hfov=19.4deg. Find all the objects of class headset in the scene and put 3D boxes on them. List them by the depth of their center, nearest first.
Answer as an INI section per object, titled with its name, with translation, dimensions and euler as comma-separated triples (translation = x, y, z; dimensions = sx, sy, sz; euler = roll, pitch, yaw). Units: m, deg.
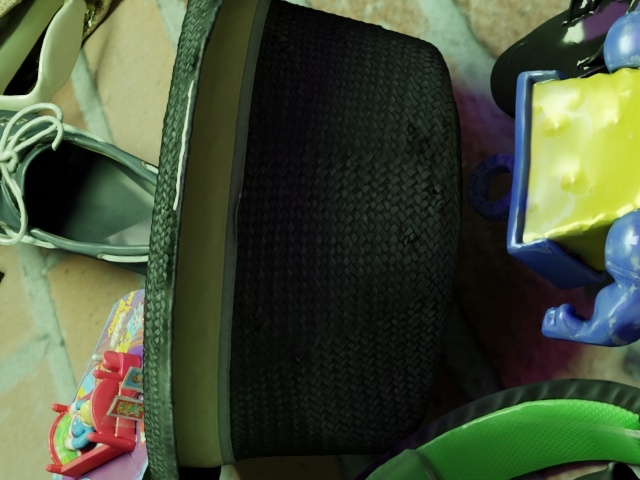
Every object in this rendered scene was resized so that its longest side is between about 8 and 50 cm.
[headset]
translation = 0.104, 0.172, 0.822
dimensions = 0.243, 0.185, 0.394
euler = -38, 30, -8

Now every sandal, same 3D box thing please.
[sandal]
translation = 0.169, -0.131, 1.078
dimensions = 0.179, 0.040, 0.067
euler = -32, 49, 20

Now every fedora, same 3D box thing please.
[fedora]
translation = 0.000, 0.000, 1.026
dimensions = 0.153, 0.334, 0.334
euler = 5, 64, 4

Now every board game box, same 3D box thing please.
[board game box]
translation = -0.141, 0.107, 1.152
dimensions = 0.168, 0.033, 0.133
euler = -64, 30, 14

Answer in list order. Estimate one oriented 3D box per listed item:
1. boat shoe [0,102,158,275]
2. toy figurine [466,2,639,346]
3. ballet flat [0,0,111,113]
[boat shoe]
translation = -0.175, -0.034, 1.217
dimensions = 0.255, 0.079, 0.095
euler = 24, 83, 22
[toy figurine]
translation = 0.150, -0.078, 0.963
dimensions = 0.217, 0.191, 0.362
euler = -15, 62, 42
[ballet flat]
translation = -0.253, -0.094, 1.340
dimensions = 0.106, 0.107, 0.316
euler = 20, 72, 32
